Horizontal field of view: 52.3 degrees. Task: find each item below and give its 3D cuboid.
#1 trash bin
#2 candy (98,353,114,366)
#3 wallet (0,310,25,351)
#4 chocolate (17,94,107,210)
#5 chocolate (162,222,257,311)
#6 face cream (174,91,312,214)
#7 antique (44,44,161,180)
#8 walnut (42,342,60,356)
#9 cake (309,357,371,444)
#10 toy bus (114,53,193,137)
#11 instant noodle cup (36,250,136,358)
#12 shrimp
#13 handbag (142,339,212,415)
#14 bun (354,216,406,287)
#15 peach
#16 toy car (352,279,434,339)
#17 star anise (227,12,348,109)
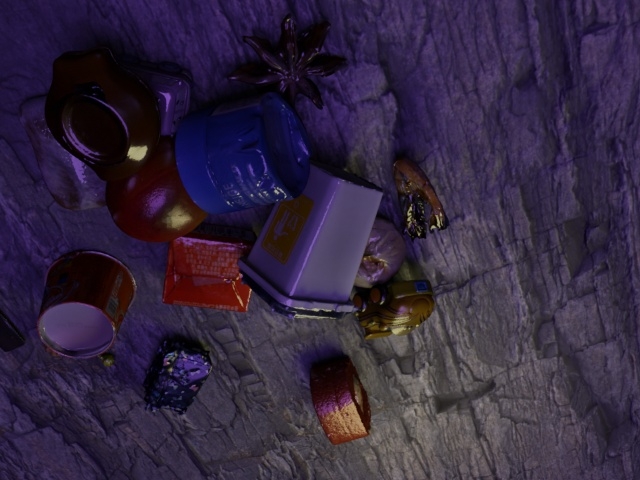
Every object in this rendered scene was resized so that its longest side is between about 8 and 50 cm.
[{"bbox_3d":[0.000,0.000,1.638,0.296,0.256,0.367,11,106,-42],"label":"trash bin"},{"bbox_3d":[-0.670,0.336,1.947,0.123,0.035,0.035,35,103,-16],"label":"candy"},{"bbox_3d":[-0.917,0.256,1.867,0.082,0.018,0.156,-21,123,8],"label":"wallet"},{"bbox_3d":[-0.596,-0.198,1.561,0.185,0.100,0.303,-7,123,3],"label":"chocolate"},{"bbox_3d":[-0.296,0.068,1.761,0.238,0.108,0.234,6,122,-12],"label":"chocolate"},{"bbox_3d":[-0.168,-0.196,1.477,0.225,0.249,0.249,-11,126,25],"label":"face cream"},{"bbox_3d":[-0.450,-0.254,1.346,0.224,0.129,0.278,-4,123,4],"label":"antique"},{"bbox_3d":[-0.750,0.287,1.871,0.096,0.082,0.079,-42,88,12],"label":"walnut"},{"bbox_3d":[0.069,0.514,2.053,0.151,0.177,0.282,-18,122,5],"label":"cake"},{"bbox_3d":[-0.395,-0.323,1.467,0.203,0.142,0.141,10,122,-12],"label":"toy bus"},{"bbox_3d":[-0.631,0.178,1.743,0.251,0.192,0.250,-3,123,-5],"label":"instant noodle cup"},{"bbox_3d":[0.269,-0.089,1.689,0.075,0.178,0.289,-26,126,-18],"label":"shrimp"},{"bbox_3d":[-0.439,0.410,1.969,0.162,0.113,0.260,16,119,-24],"label":"handbag"},{"bbox_3d":[0.135,0.044,1.778,0.223,0.127,0.222,-2,127,-2],"label":"bun"},{"bbox_3d":[-0.393,-0.109,1.559,0.249,0.245,0.275,42,112,-18],"label":"peach"},{"bbox_3d":[0.208,0.199,1.828,0.201,0.142,0.248,-1,161,-35],"label":"toy car"},{"bbox_3d":[-0.073,-0.390,1.495,0.288,0.088,0.288,-8,136,-8],"label":"star anise"}]
